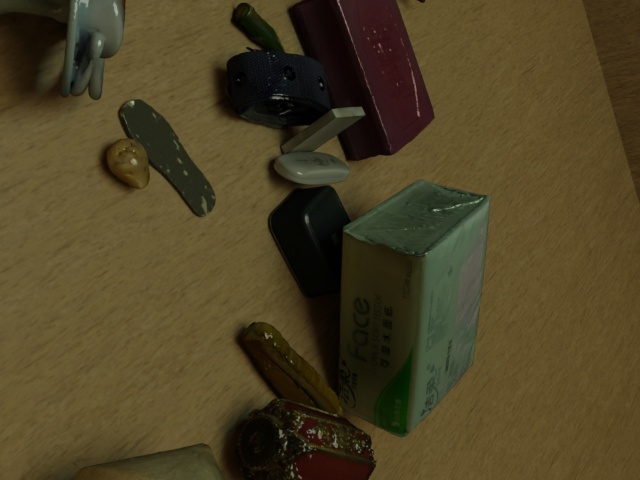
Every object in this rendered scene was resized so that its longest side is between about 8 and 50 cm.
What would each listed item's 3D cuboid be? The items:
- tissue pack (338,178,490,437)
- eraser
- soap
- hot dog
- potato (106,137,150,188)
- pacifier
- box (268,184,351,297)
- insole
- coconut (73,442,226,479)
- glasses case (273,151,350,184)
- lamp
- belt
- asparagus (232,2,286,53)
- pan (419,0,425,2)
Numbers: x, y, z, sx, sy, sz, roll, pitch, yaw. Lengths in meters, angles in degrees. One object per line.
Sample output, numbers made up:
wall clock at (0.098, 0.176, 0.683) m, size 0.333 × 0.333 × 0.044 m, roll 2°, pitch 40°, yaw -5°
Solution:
tissue pack at (0.184, 0.123, 1.794) m, size 0.332 × 0.205 × 0.405 m, roll -32°, pitch 132°, yaw -49°
eraser at (0.005, -0.216, 1.766) m, size 0.104 × 0.150 × 0.023 m, roll -15°, pitch 77°, yaw -52°
soap at (0.100, -0.378, 1.938) m, size 0.233 × 0.128 × 0.359 m, roll -43°, pitch 118°, yaw -47°
hot dog at (-0.049, 0.251, 1.674) m, size 0.289 × 0.083 × 0.068 m, roll 54°, pitch 27°, yaw -31°
potato at (-0.305, -0.122, 1.439) m, size 0.068 × 0.062 × 0.083 m, roll -46°, pitch 142°, yaw -28°
pacifier at (-0.399, -0.339, 1.282) m, size 0.233 × 0.244 × 0.299 m, roll 10°, pitch 47°, yaw -19°
box at (0.000, 0.000, 1.769) m, size 0.144 × 0.090 × 0.201 m, roll -48°, pitch 119°, yaw -45°
insole at (-0.257, -0.140, 1.535) m, size 0.248 × 0.011 × 0.081 m, roll 55°, pitch 48°, yaw -31°
coconut at (-0.233, 0.427, 1.251) m, size 0.329 × 0.329 × 0.328 m, roll 13°, pitch 73°, yaw -50°
glasses case at (-0.015, -0.144, 1.787) m, size 0.193 × 0.074 × 0.049 m, roll -6°, pitch 128°, yaw -52°
lamp at (-0.025, 0.381, 1.600) m, size 0.274 × 0.177 × 0.177 m, roll 25°, pitch 64°, yaw -45°
belt at (-0.077, -0.294, 1.697) m, size 0.230 × 0.140 × 0.126 m, roll 3°, pitch 74°, yaw -50°
asparagus at (-0.101, -0.395, 1.755) m, size 0.178 × 0.041 × 0.045 m, roll 36°, pitch 65°, yaw -43°
pan at (0.170, -0.612, 2.135) m, size 0.212 × 0.040 × 0.115 m, roll 18°, pitch 68°, yaw -41°
